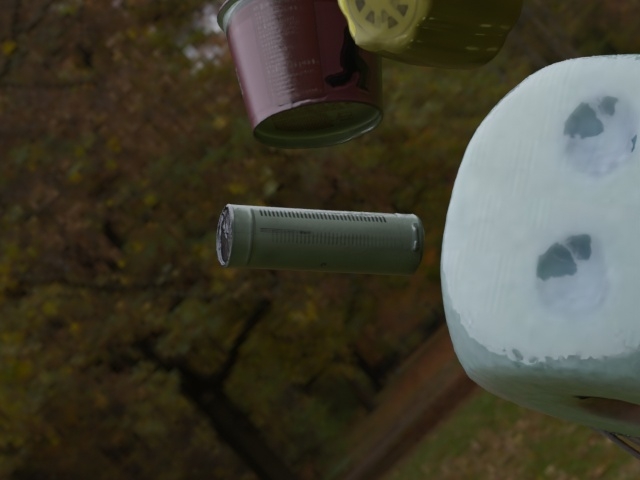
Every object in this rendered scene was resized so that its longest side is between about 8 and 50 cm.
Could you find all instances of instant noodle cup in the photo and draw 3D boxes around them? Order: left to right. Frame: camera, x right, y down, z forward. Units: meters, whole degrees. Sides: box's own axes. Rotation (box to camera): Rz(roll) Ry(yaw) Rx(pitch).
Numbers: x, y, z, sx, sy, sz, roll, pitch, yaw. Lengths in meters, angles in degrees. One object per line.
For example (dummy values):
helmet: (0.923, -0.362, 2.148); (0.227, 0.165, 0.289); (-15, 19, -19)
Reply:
instant noodle cup: (-0.016, -0.236, 2.095); (0.234, 0.178, 0.235); (-7, -15, -2)

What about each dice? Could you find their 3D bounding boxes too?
dice: (0.274, 0.015, 1.249); (0.268, 0.264, 0.263); (27, -109, -48)

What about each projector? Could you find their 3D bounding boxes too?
projector: (0.000, 0.000, 2.585); (0.337, 0.108, 0.108); (3, -24, -18)

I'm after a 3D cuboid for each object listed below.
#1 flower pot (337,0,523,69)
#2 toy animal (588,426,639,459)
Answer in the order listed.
flower pot: (0.122, -0.299, 1.888); (0.195, 0.195, 0.179); (-46, -19, 31)
toy animal: (0.559, 0.269, 2.096); (0.284, 0.302, 0.225); (-28, -30, -20)
